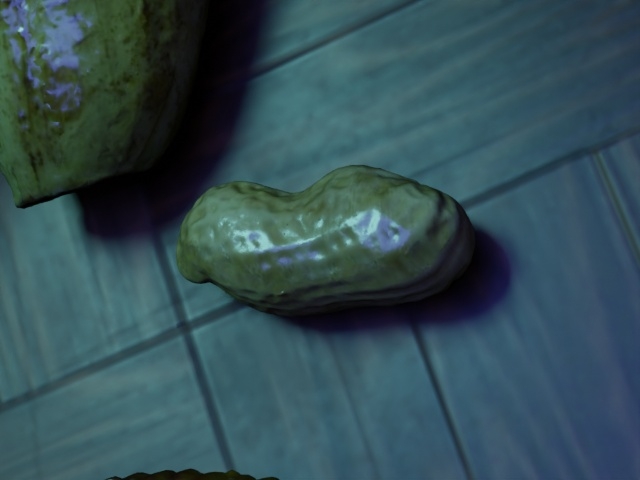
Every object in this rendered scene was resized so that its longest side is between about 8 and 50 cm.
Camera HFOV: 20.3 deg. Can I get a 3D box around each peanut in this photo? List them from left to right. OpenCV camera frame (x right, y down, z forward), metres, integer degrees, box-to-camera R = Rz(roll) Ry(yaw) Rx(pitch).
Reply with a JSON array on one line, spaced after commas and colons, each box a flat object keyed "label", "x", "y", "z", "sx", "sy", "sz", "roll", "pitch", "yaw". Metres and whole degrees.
[{"label": "peanut", "x": 0.000, "y": 0.000, "z": 0.641, "sx": 0.113, "sy": 0.054, "sz": 0.054, "roll": -3, "pitch": 76, "yaw": 19}]

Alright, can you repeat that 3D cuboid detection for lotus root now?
[{"label": "lotus root", "x": -0.091, "y": -0.141, "z": 0.684, "sx": 0.110, "sy": 0.097, "sz": 0.258, "roll": -5, "pitch": 79, "yaw": 15}]

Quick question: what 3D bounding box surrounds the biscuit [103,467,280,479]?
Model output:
[{"label": "biscuit", "x": -0.053, "y": 0.228, "z": 0.609, "sx": 0.305, "sy": 0.038, "sz": 0.305, "roll": -4, "pitch": 76, "yaw": 16}]
